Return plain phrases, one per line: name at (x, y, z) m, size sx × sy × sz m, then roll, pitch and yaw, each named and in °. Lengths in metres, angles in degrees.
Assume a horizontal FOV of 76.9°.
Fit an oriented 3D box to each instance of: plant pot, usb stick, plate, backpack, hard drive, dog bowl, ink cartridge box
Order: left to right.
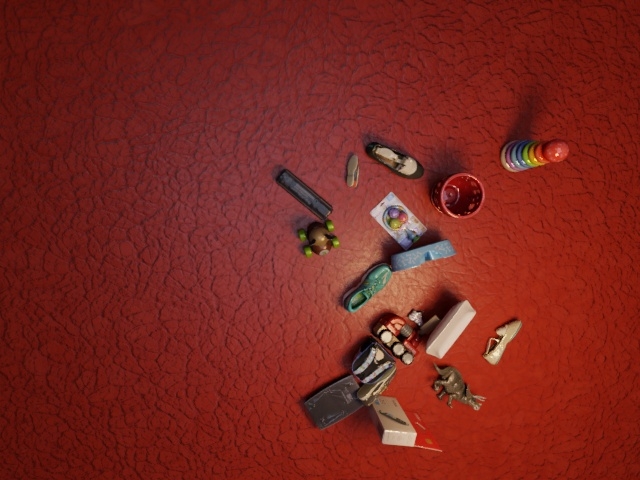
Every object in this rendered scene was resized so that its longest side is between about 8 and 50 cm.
usb stick at (-0.067, -0.194, 1.719) m, size 0.278 × 0.045 × 0.077 m, roll 39°, pitch 98°, yaw -9°
hard drive at (0.069, 0.730, 1.838) m, size 0.255 × 0.054 × 0.171 m, roll -30°, pitch 99°, yaw -3°
backpack at (0.223, 0.541, 1.801) m, size 0.158 × 0.117 × 0.173 m, roll 45°, pitch 90°, yaw -9°
ink cartridge box at (0.357, 0.784, 1.755) m, size 0.262 × 0.296 × 0.066 m, roll 10°, pitch 95°, yaw -8°
dog bowl at (0.438, 0.063, 1.742) m, size 0.298 × 0.166 × 0.073 m, roll -16°, pitch 87°, yaw -11°
plate at (0.572, 0.391, 1.785) m, size 0.045 × 0.278 × 0.277 m, roll 37°, pitch 91°, yaw 36°
plant pot at (0.572, -0.192, 1.722) m, size 0.191 × 0.174 × 0.190 m, roll -1°, pitch 97°, yaw -7°

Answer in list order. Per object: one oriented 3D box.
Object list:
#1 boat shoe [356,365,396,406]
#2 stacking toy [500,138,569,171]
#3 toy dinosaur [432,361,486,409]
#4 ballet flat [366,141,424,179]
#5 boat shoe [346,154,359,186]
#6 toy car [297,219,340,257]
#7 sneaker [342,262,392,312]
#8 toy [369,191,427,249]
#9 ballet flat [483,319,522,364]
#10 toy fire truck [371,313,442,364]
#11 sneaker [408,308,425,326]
boat shoe at (0.264, 0.653, 1.827) m, size 0.228 × 0.081 × 0.068 m, roll -36°, pitch 109°, yaw -19°
stacking toy at (0.890, -0.360, 1.656) m, size 0.141 × 0.330 × 0.141 m, roll -1°, pitch 97°, yaw -7°
toy dinosaur at (0.608, 0.663, 1.875) m, size 0.160 × 0.121 × 0.313 m, roll -36°, pitch 95°, yaw -13°
ballet flat at (0.325, -0.335, 1.717) m, size 0.281 × 0.096 × 0.095 m, roll 22°, pitch 94°, yaw -8°
boat shoe at (0.144, -0.297, 1.731) m, size 0.043 × 0.049 × 0.136 m, roll 2°, pitch 96°, yaw -49°
toy car at (0.000, 0.000, 1.675) m, size 0.155 × 0.188 × 0.148 m, roll -19°, pitch 98°, yaw -3°
sneaker at (0.215, 0.217, 1.765) m, size 0.107 × 0.110 × 0.275 m, roll 44°, pitch 90°, yaw -9°
toy at (0.349, -0.084, 1.771) m, size 0.137 × 0.056 × 0.237 m, roll -45°, pitch 99°, yaw 0°
ballet flat at (0.843, 0.462, 1.883) m, size 0.086 × 0.086 × 0.248 m, roll 29°, pitch 94°, yaw -9°
toy fire truck at (0.391, 0.399, 1.794) m, size 0.246 × 0.158 × 0.217 m, roll -45°, pitch 99°, yaw -9°
sneaker at (0.458, 0.351, 1.843) m, size 0.098 × 0.038 × 0.069 m, roll 34°, pitch 93°, yaw -9°
